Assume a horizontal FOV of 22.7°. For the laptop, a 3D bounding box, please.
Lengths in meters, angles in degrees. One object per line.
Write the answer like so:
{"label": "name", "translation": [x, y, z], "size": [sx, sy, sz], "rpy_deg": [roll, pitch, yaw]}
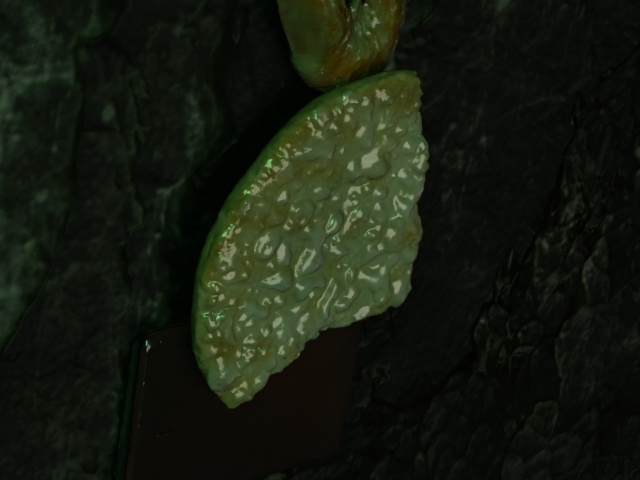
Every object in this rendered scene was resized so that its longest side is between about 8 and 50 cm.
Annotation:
{"label": "laptop", "translation": [-0.058, 0.115, 1.167], "size": [0.207, 0.026, 0.154], "rpy_deg": [-10, 119, -40]}

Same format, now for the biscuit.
{"label": "biscuit", "translation": [0.000, 0.000, 1.107], "size": [0.188, 0.040, 0.265], "rpy_deg": [31, 92, -47]}

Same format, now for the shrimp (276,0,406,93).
{"label": "shrimp", "translation": [0.006, -0.165, 1.038], "size": [0.101, 0.042, 0.190], "rpy_deg": [-48, 145, -11]}
